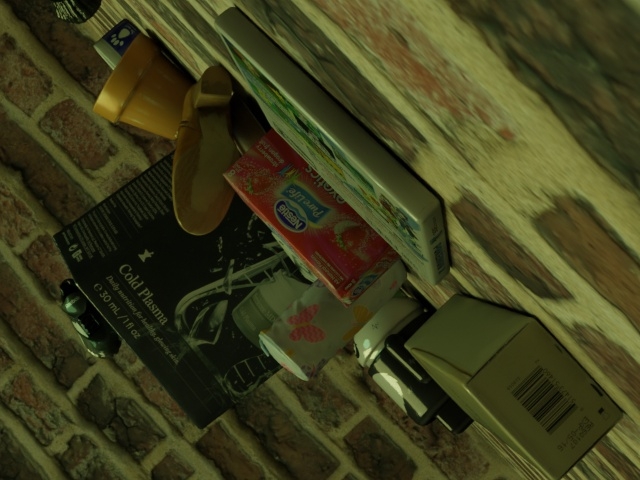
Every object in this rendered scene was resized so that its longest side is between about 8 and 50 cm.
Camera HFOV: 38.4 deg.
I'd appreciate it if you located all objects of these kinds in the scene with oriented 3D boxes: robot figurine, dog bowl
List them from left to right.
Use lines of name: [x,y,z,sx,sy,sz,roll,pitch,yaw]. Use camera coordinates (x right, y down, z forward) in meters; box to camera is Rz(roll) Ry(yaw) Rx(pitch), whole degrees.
dog bowl: [-0.436,-0.419,2.292,0.265,0.104,0.265,46,176,4]
robot figurine: [0.186,0.233,1.715,0.278,0.174,0.209,45,142,17]

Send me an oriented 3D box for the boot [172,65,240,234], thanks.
boot: [-0.197,-0.126,1.529,0.104,0.294,0.211,9,162,-13]

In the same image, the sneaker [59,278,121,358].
sneaker: [-0.503,0.161,1.966,0.234,0.078,0.106,47,173,43]

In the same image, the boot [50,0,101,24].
boot: [-0.606,-0.585,2.076,0.260,0.131,0.348,57,-174,-39]

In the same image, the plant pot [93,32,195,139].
plant pot: [-0.374,-0.326,2.055,0.188,0.205,0.205,32,179,-12]

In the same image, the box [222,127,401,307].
box: [-0.007,-0.040,1.366,0.257,0.128,0.122,46,176,19]

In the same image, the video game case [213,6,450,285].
video game case: [0.025,-0.099,1.094,0.329,0.036,0.300,46,176,18]

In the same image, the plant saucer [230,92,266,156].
plant saucer: [-0.086,-0.117,1.626,0.310,0.050,0.310,56,177,5]

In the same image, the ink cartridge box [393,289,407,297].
ink cartridge box: [0.154,0.138,1.949,0.209,0.062,0.109,45,176,16]

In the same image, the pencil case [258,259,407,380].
pencil case: [0.022,0.107,1.549,0.124,0.273,0.113,37,166,28]

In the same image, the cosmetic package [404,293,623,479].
cosmetic package: [0.223,0.167,1.137,0.160,0.113,0.309,47,175,-5]

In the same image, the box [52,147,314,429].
box: [-0.240,0.066,2.035,0.479,0.472,0.297,57,170,-32]

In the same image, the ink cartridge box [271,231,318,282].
ink cartridge box: [0.027,0.072,1.843,0.223,0.045,0.224,28,162,46]
